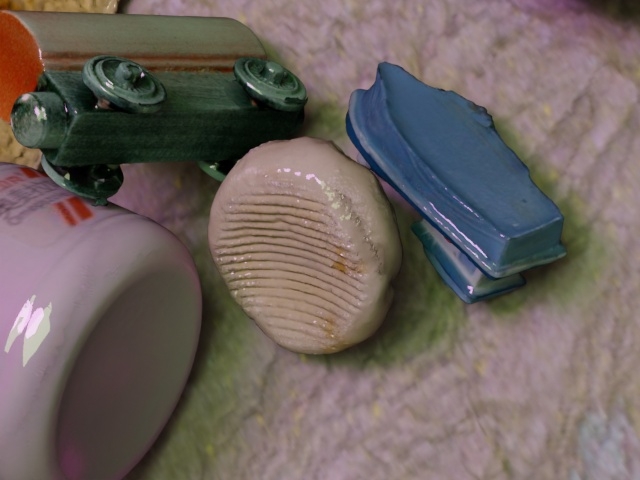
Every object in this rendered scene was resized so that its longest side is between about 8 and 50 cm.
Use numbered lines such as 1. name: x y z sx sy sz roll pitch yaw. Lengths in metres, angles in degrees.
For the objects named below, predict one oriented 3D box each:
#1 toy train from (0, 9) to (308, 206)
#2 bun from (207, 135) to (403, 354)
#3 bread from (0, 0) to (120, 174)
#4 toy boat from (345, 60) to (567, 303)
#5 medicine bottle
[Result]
1. toy train: -0.142 -0.124 1.388 0.177 0.285 0.116 48 126 30
2. bun: 0.000 0.000 1.379 0.183 0.102 0.183 20 124 33
3. bread: -0.277 -0.189 1.527 0.178 0.142 0.266 27 82 -18
4. toy boat: 0.095 -0.047 1.381 0.109 0.098 0.238 -16 52 -32
5. medicine bottle: -0.275 0.054 1.387 0.302 0.241 0.241 22 83 23
